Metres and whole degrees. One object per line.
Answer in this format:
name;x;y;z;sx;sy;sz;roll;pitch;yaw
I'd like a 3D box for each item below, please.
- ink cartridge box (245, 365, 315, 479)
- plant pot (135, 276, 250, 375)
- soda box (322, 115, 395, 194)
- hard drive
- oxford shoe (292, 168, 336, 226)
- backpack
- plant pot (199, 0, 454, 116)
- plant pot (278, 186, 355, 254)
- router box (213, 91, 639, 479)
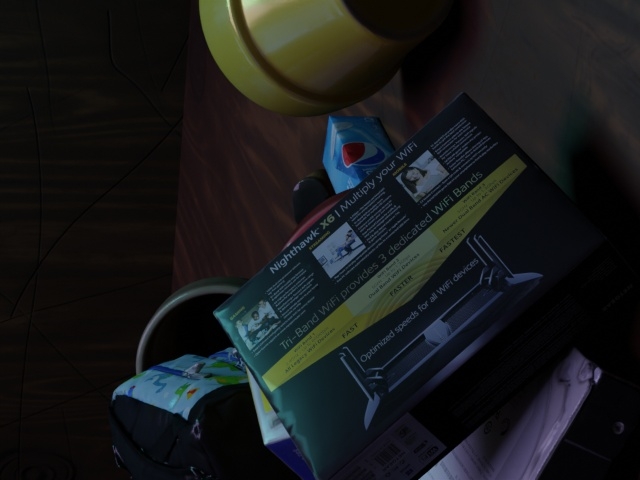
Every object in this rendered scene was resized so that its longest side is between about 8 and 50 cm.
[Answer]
ink cartridge box;0.031;0.234;1.791;0.303;0.072;0.307;48;-162;-38
plant pot;-0.137;0.163;2.551;0.229;0.263;0.263;-73;-12;-75
soda box;0.058;-0.078;2.048;0.210;0.067;0.071;-113;26;-56
hard drive;0.139;0.221;1.454;0.339;0.064;0.237;-62;20;11
oxford shoe;0.000;0.000;2.327;0.076;0.076;0.212;-53;-29;-60
backpack;-0.118;0.263;1.987;0.355;0.273;0.290;-3;116;51
plant pot;0.023;-0.281;1.876;0.239;0.254;0.254;-9;80;61
plant pot;0.067;0.058;1.670;0.243;0.274;0.275;-106;19;-78
router box;0.083;0.051;1.422;0.081;0.309;0.243;44;-173;-43
